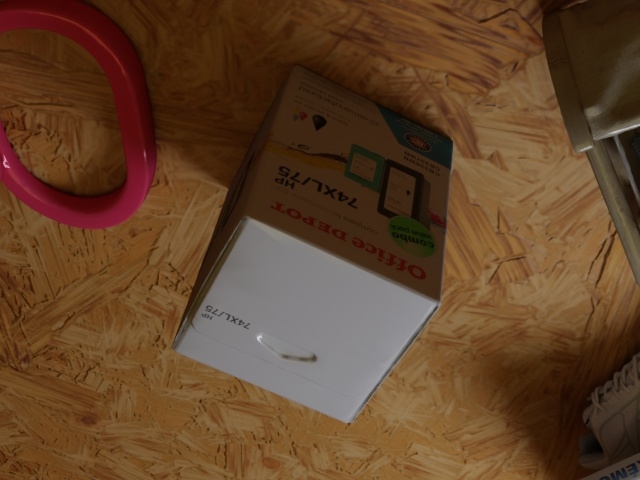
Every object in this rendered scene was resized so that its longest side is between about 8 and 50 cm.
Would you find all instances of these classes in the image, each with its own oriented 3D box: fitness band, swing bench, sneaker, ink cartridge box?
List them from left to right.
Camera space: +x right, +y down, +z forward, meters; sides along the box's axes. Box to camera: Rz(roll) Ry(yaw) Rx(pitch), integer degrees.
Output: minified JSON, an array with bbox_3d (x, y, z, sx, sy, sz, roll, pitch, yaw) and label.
[{"bbox_3d":[-0.290,-0.134,1.098,0.209,0.054,0.291,2,130,5],"label":"fitness band"},{"bbox_3d":[0.000,0.000,1.007,0.198,0.270,0.197,24,129,-10],"label":"ink cartridge box"},{"bbox_3d":[0.389,0.200,1.212,0.118,0.110,0.292,12,130,12],"label":"sneaker"},{"bbox_3d":[0.368,-0.125,0.908,0.253,0.165,0.254,-20,122,25],"label":"swing bench"}]

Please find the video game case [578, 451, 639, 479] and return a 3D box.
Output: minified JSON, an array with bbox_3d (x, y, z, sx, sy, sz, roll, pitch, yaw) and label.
[{"bbox_3d":[0.440,0.325,1.228,0.300,0.036,0.329,-29,140,12],"label":"video game case"}]
